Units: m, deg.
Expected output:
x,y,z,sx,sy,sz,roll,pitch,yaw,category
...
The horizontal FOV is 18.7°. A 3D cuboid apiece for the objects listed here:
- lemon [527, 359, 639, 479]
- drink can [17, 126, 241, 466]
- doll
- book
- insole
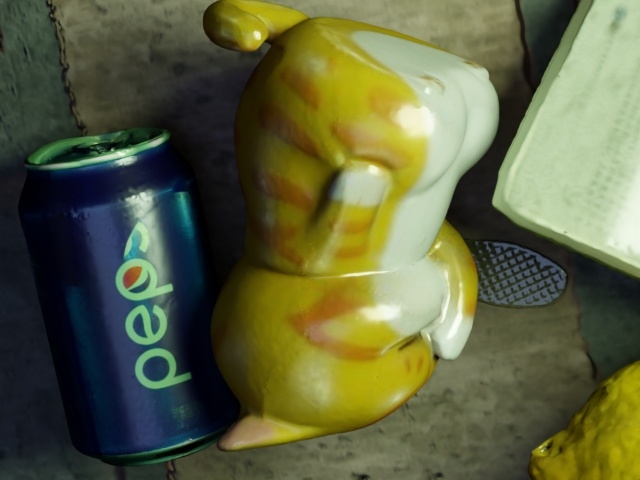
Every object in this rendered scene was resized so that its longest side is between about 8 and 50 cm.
x,y,z,sx,sy,sz,roll,pitch,yaw,category
0.253,0.152,1.174,0.256,0.188,0.188,4,105,4,lemon
-0.122,0.035,1.242,0.118,0.118,0.205,-9,104,11,drink can
0.016,-0.007,1.185,0.162,0.166,0.270,9,101,28,doll
0.305,-0.053,1.148,0.352,0.035,0.239,25,80,2,book
0.094,0.015,1.261,0.135,0.002,0.045,16,106,5,insole
